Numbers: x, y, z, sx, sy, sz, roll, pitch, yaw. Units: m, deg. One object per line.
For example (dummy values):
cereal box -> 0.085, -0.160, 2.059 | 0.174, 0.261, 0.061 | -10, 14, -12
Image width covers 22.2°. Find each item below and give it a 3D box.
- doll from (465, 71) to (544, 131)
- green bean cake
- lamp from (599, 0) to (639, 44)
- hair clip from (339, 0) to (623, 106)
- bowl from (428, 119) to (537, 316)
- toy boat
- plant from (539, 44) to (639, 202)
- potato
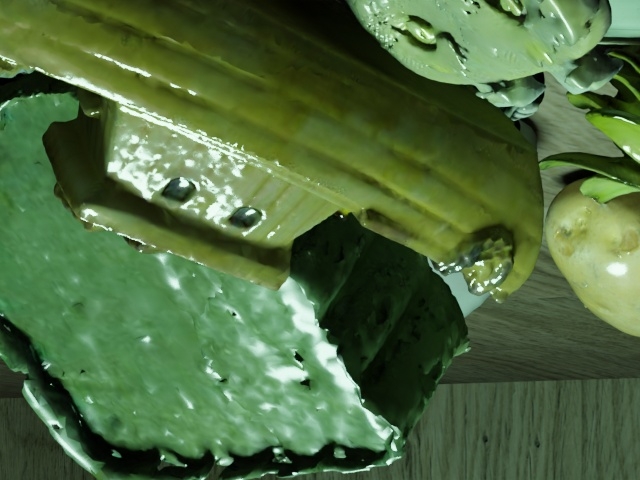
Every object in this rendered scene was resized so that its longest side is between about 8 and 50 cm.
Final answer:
doll -> 0.065, -0.073, 0.841 | 0.091, 0.067, 0.219 | -4, 176, 2
green bean cake -> -0.075, 0.003, 0.863 | 0.241, 0.132, 0.255 | -9, 123, 41
lamp -> 0.193, -0.125, 0.612 | 0.266, 0.047, 0.269 | 0, 170, 1
hair clip -> 0.034, -0.105, 0.594 | 0.146, 0.056, 0.187 | 44, 173, -17
bowl -> 0.000, 0.000, 1.072 | 0.286, 0.144, 0.287 | 0, 169, 0
toy boat -> -0.033, -0.045, 0.666 | 0.321, 0.121, 0.089 | 25, -161, -34
plant -> 0.283, 0.010, 0.808 | 0.261, 0.297, 0.306 | -26, -170, -16
potato -> 0.235, 0.010, 1.213 | 0.109, 0.118, 0.178 | -37, 145, 10
